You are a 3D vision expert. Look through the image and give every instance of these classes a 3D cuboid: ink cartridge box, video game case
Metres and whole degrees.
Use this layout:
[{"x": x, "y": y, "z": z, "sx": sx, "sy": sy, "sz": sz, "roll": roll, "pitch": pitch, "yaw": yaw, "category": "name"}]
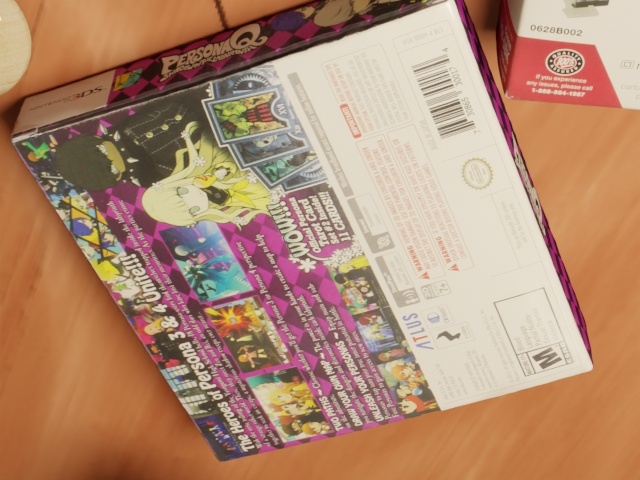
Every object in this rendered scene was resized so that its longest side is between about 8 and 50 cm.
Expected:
[{"x": 0.129, "y": -0.122, "z": 0.563, "sx": 0.099, "sy": 0.056, "sz": 0.135, "roll": 4, "pitch": 130, "yaw": -1, "category": "ink cartridge box"}, {"x": 0.000, "y": 0.000, "z": 0.679, "sx": 0.210, "sy": 0.042, "sz": 0.232, "roll": -17, "pitch": 127, "yaw": 15, "category": "video game case"}]

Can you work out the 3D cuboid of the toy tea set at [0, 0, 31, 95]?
[{"x": -0.189, "y": -0.184, "z": 0.479, "sx": 0.200, "sy": 0.124, "sz": 0.336, "roll": -23, "pitch": 125, "yaw": 19, "category": "toy tea set"}]
